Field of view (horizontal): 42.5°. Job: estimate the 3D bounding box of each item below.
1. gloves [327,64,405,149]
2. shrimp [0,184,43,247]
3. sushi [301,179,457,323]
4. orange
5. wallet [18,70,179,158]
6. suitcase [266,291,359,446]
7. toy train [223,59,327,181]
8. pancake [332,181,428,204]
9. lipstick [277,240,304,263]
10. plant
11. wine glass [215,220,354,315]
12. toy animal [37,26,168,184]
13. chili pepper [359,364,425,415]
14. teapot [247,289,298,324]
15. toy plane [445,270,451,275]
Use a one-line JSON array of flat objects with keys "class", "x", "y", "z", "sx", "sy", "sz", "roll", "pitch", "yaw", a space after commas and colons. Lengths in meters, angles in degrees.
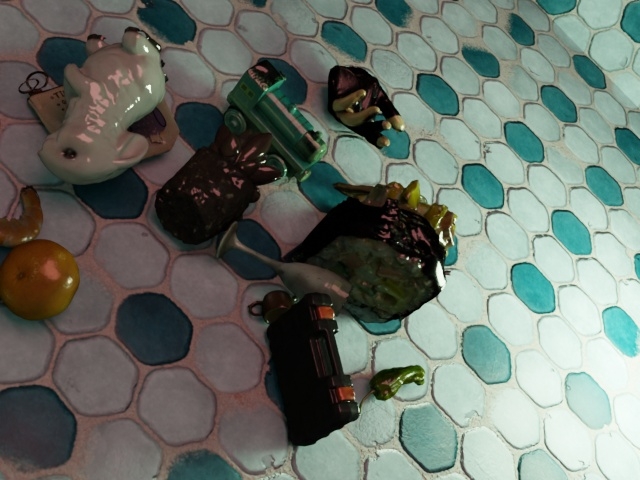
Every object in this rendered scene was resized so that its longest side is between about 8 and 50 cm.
[{"class": "gloves", "x": 0.129, "y": -0.367, "z": 2.304, "sx": 0.197, "sy": 0.152, "sz": 0.301, "roll": 0, "pitch": 36, "yaw": -26}, {"class": "shrimp", "x": -0.646, "y": -0.063, "z": 1.679, "sx": 0.161, "sy": 0.049, "sz": 0.166, "roll": 22, "pitch": 50, "yaw": -23}, {"class": "sushi", "x": 0.145, "y": -0.001, "z": 1.945, "sx": 0.329, "sy": 0.328, "sz": 0.285, "roll": 31, "pitch": 55, "yaw": -12}, {"class": "orange", "x": -0.542, "y": 0.077, "z": 1.593, "sx": 0.158, "sy": 0.159, "sz": 0.136, "roll": 66, "pitch": 10, "yaw": 19}, {"class": "wallet", "x": -0.493, "y": -0.293, "z": 1.912, "sx": 0.335, "sy": 0.068, "sz": 0.274, "roll": -25, "pitch": 77, "yaw": -39}, {"class": "suitcase", "x": -0.022, "y": 0.275, "z": 1.751, "sx": 0.066, "sy": 0.206, "sz": 0.285, "roll": 4, "pitch": 60, "yaw": -35}, {"class": "toy train", "x": -0.111, "y": -0.293, "z": 2.077, "sx": 0.298, "sy": 0.194, "sz": 0.120, "roll": 48, "pitch": 46, "yaw": 2}, {"class": "pancake", "x": 0.155, "y": -0.113, "z": 2.122, "sx": 0.250, "sy": 0.250, "sz": 0.031, "roll": 12, "pitch": 85, "yaw": -26}, {"class": "lipstick", "x": 0.000, "y": 0.000, "z": 2.052, "sx": 0.051, "sy": 0.051, "sz": 0.312, "roll": 49, "pitch": 47, "yaw": 4}, {"class": "plant", "x": -0.235, "y": -0.137, "z": 1.906, "sx": 0.194, "sy": 0.181, "sz": 0.321, "roll": 42, "pitch": 45, "yaw": 5}, {"class": "wine glass", "x": -0.071, "y": 0.036, "z": 1.774, "sx": 0.310, "sy": 0.264, "sz": 0.096, "roll": 27, "pitch": 67, "yaw": 6}, {"class": "toy animal", "x": -0.457, "y": -0.271, "z": 1.776, "sx": 0.258, "sy": 0.194, "sz": 0.357, "roll": 33, "pitch": 61, "yaw": -42}, {"class": "chili pepper", "x": 0.165, "y": 0.333, "z": 1.924, "sx": 0.204, "sy": 0.072, "sz": 0.073, "roll": -15, "pitch": 72, "yaw": -39}, {"class": "teapot", "x": -0.105, "y": 0.148, "z": 1.876, "sx": 0.121, "sy": 0.076, "sz": 0.068, "roll": -8, "pitch": 51, "yaw": -4}, {"class": "toy plane", "x": 0.266, "y": 0.091, "z": 2.161, "sx": 0.145, "sy": 0.060, "sz": 0.037, "roll": 13, "pitch": 53, "yaw": -7}]
